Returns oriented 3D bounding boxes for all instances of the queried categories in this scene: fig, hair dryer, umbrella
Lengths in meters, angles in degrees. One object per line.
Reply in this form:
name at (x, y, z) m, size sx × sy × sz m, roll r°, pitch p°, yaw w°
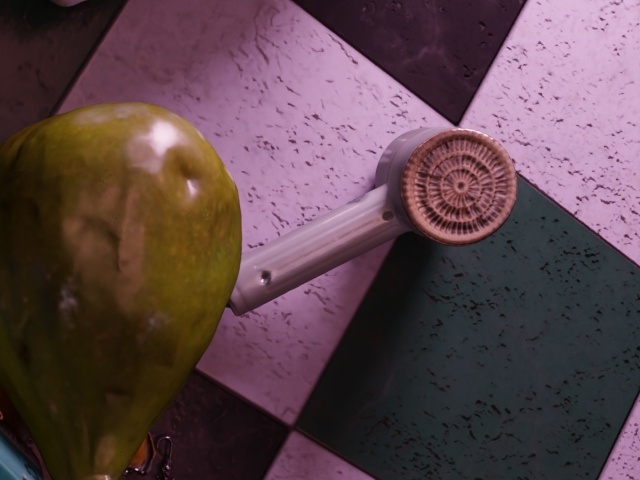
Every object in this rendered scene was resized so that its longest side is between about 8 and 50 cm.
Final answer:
fig at (-0.196, 0.042, 0.964) m, size 0.233 × 0.233 × 0.314 m, roll 38°, pitch 65°, yaw -20°
hair dryer at (0.000, 0.000, 1.129) m, size 0.357 × 0.173 × 0.107 m, roll -25°, pitch 96°, yaw -3°
umbrella at (-0.145, 0.241, 1.112) m, size 0.022 × 0.013 × 0.122 m, roll 4°, pitch 89°, yaw -13°

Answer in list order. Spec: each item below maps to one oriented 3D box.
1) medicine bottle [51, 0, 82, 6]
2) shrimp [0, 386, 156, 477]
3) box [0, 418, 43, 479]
medicine bottle at (-0.084, -0.343, 1.034) m, size 0.395 × 0.242 × 0.242 m, roll -33°, pitch 103°, yaw -13°
shrimp at (-0.232, 0.184, 1.060) m, size 0.166 × 0.049 × 0.161 m, roll 45°, pitch 71°, yaw -26°
box at (-0.393, 0.211, 0.906) m, size 0.311 × 0.118 × 0.205 m, roll -42°, pitch 109°, yaw -7°
